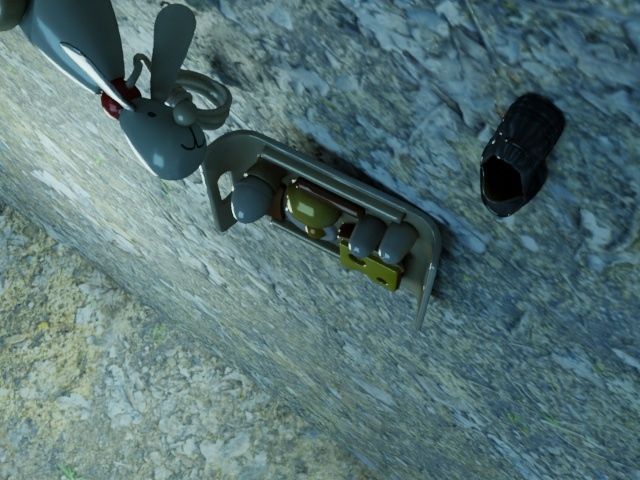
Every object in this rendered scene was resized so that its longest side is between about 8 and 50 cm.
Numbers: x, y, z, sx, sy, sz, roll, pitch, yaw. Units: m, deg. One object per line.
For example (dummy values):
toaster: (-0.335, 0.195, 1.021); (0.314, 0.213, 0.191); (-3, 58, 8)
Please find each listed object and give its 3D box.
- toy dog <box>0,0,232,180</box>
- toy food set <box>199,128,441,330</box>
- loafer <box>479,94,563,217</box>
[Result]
toy dog: (-0.229, -0.233, 1.077); (0.333, 0.220, 0.161); (33, 130, -3)
toy food set: (0.000, 0.000, 1.219); (0.306, 0.092, 0.220); (27, 159, 13)
loafer: (0.160, -0.059, 0.872); (0.062, 0.061, 0.170); (33, 161, 16)
